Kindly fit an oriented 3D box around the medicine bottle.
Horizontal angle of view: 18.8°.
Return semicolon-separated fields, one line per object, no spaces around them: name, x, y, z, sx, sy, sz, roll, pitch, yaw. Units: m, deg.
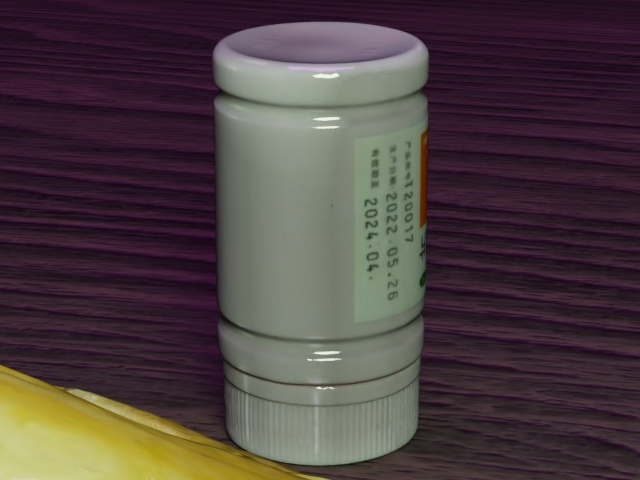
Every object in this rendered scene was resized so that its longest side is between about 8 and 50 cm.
medicine bottle;0.000;0.000;1.178;0.133;0.250;0.133;0;17;0

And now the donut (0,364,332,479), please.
donut;-0.119;0.143;0.666;0.449;0.198;0.449;18;-6;2
